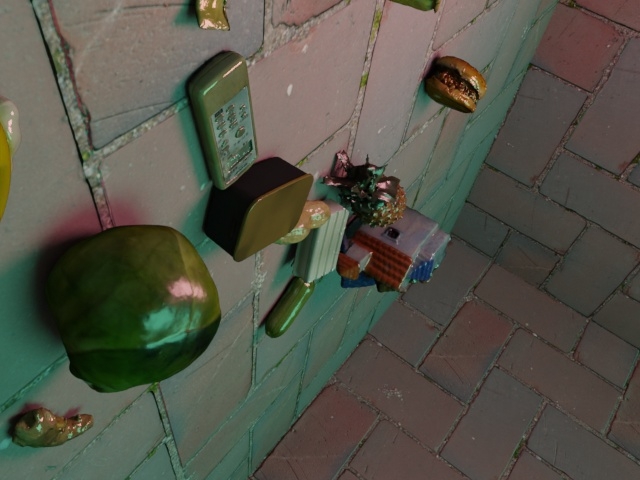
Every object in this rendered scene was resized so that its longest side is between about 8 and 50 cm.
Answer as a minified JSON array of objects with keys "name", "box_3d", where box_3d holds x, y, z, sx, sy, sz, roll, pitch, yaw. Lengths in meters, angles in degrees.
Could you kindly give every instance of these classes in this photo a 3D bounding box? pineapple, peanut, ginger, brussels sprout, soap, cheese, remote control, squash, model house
[{"name":"pineapple","box_3d":[0.128,-0.124,1.458,0.165,0.166,0.364,-57,161,4]},{"name":"peanut","box_3d":[-0.046,-0.045,1.267,0.187,0.082,0.082,-35,153,-46]},{"name":"ginger","box_3d":[-0.443,0.309,0.924,0.069,0.051,0.173,-47,166,-9]},{"name":"brussels sprout","box_3d":[-0.261,0.102,0.792,0.219,0.210,0.271,-21,157,-54]},{"name":"soap","box_3d":[0.000,0.000,1.432,0.119,0.067,0.198,-25,137,-46]},{"name":"cheese","box_3d":[-0.122,-0.302,0.688,0.060,0.041,0.084,-18,155,-52]},{"name":"remote control","box_3d":[-0.143,-0.176,0.862,0.098,0.038,0.233,-47,161,-24]},{"name":"squash","box_3d":[-0.083,0.179,1.587,0.219,0.068,0.077,-57,157,-1]},{"name":"model house","box_3d":[0.183,0.069,1.716,0.329,0.295,0.251,-44,155,-40]}]

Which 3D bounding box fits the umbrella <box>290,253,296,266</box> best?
[{"name":"umbrella","box_3d":[-0.035,0.000,1.474,0.027,0.025,0.165,16,108,-43]}]

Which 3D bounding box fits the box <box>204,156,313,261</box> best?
[{"name":"box","box_3d":[-0.115,-0.064,1.042,0.201,0.090,0.144,-35,153,-49]}]

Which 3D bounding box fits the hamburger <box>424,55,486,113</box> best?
[{"name":"hamburger","box_3d":[0.381,-0.433,1.571,0.185,0.177,0.113,18,99,-44]}]

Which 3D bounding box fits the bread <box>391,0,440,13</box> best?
[{"name":"bread","box_3d":[0.143,-0.469,0.879,0.197,0.171,0.197,-61,173,-12]}]

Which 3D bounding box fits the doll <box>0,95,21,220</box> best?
[{"name":"doll","box_3d":[-0.350,-0.043,0.441,0.252,0.111,0.237,-63,173,-3]}]
